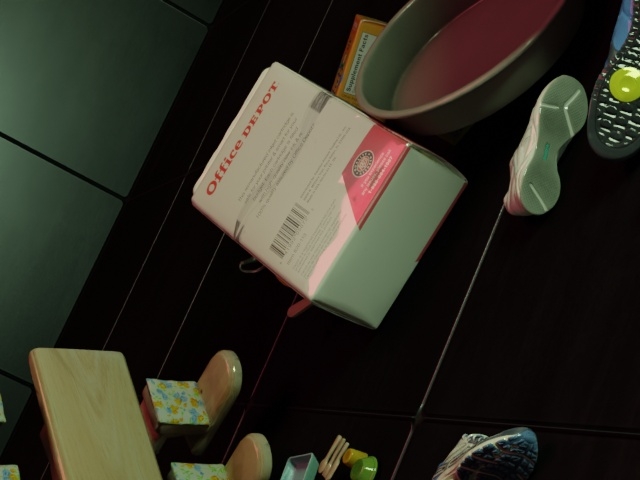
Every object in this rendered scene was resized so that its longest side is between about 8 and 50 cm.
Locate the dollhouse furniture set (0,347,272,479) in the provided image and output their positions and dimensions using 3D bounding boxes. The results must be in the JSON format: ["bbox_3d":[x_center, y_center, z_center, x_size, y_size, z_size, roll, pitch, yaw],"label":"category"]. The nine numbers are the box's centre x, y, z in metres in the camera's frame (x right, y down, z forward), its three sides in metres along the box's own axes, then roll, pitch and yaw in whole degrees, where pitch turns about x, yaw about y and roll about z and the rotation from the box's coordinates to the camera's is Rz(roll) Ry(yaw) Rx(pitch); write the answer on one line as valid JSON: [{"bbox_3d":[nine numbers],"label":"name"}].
[{"bbox_3d":[-0.208,0.246,1.445,0.256,0.362,0.394,-59,39,34],"label":"dollhouse furniture set"}]

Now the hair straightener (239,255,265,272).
[{"bbox_3d":[-0.058,-0.051,2.002,0.230,0.047,0.089,-60,17,4],"label":"hair straightener"}]

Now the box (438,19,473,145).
[{"bbox_3d":[0.159,-0.216,1.635,0.087,0.058,0.232,-51,21,29],"label":"box"}]

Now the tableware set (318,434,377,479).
[{"bbox_3d":[0.008,0.279,1.373,0.154,0.024,0.104,-60,21,0],"label":"tableware set"}]

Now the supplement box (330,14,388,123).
[{"bbox_3d":[0.048,-0.174,1.763,0.078,0.080,0.233,-112,41,-75],"label":"supplement box"}]

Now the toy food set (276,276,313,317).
[{"bbox_3d":[0.000,0.000,1.685,0.128,0.071,0.218,-43,45,31],"label":"toy food set"}]

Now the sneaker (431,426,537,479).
[{"bbox_3d":[0.133,0.182,1.126,0.135,0.052,0.058,-44,21,43],"label":"sneaker"}]

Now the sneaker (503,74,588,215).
[{"bbox_3d":[0.213,-0.093,1.312,0.152,0.053,0.061,-67,16,-15],"label":"sneaker"}]

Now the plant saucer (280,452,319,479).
[{"bbox_3d":[-0.048,0.324,1.461,0.067,0.018,0.192,-27,39,61],"label":"plant saucer"}]

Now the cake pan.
[{"bbox_3d":[0.171,-0.225,1.489,0.293,0.054,0.293,-31,30,20],"label":"cake pan"}]

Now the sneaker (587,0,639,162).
[{"bbox_3d":[0.292,-0.163,1.208,0.082,0.069,0.209,45,-119,-74],"label":"sneaker"}]

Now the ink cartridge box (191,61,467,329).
[{"bbox_3d":[0.002,-0.059,1.560,0.283,0.117,0.207,38,98,47],"label":"ink cartridge box"}]
